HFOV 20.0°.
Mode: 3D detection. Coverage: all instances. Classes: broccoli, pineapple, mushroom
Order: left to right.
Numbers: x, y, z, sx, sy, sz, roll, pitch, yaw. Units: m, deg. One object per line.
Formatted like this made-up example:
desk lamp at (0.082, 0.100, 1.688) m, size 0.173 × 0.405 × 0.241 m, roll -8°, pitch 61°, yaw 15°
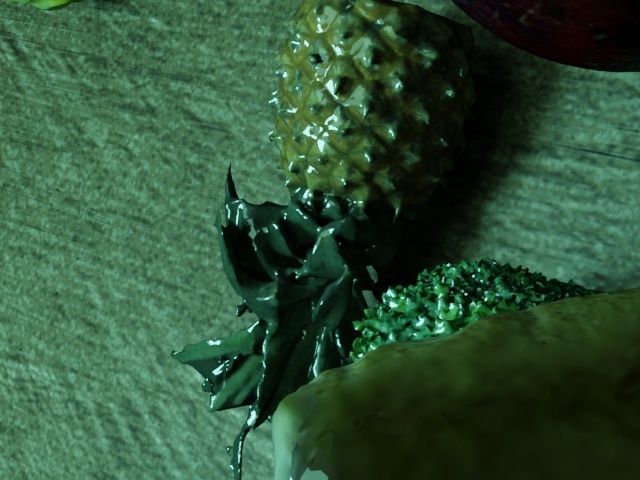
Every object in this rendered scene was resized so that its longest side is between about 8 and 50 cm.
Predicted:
pineapple at (-0.002, -0.001, 1.309) m, size 0.165 × 0.165 × 0.364 m, roll 18°, pitch 88°, yaw 50°
broccoli at (0.107, 0.108, 1.143) m, size 0.194 × 0.194 × 0.219 m, roll -60°, pitch 2°, yaw 9°
mushroom at (0.179, 0.141, 0.869) m, size 0.313 × 0.397 × 0.224 m, roll -33°, pitch 53°, yaw 30°

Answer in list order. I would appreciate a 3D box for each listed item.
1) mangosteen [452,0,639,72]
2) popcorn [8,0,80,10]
mangosteen at (0.169, -0.273, 1.104) m, size 0.306 × 0.359 × 0.306 m, roll -43°, pitch 7°, yaw 7°
popcorn at (-0.257, -0.356, 1.687) m, size 0.293 × 0.237 × 0.293 m, roll -17°, pitch 65°, yaw 42°
